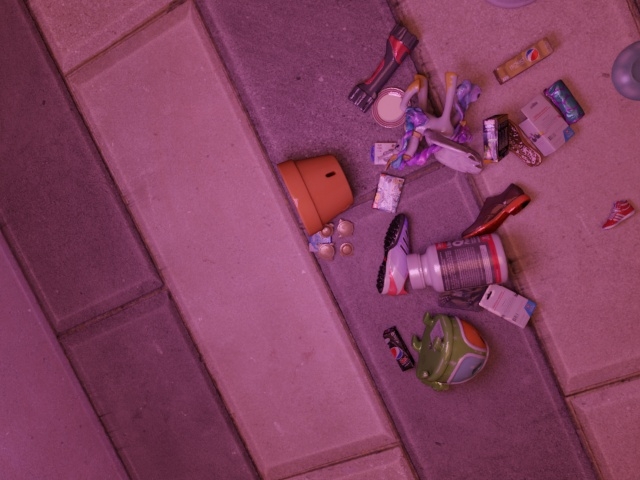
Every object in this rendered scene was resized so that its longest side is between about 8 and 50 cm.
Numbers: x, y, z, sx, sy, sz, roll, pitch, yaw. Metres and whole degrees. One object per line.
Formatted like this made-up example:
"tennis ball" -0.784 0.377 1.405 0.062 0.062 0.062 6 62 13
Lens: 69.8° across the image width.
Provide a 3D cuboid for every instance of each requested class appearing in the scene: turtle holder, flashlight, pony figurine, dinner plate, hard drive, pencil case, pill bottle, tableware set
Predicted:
"turtle holder" 0.474 0.435 1.691 0.228 0.243 0.320 12 94 -7
"flashlight" 0.214 -0.612 1.634 0.103 0.103 0.304 35 111 -17
"pony figurine" 0.406 -0.374 1.564 0.351 0.303 0.363 19 91 19
"dinner plate" 0.260 -0.486 1.684 0.141 0.017 0.141 2 100 13
"hard drive" 0.532 0.131 1.715 0.172 0.054 0.254 7 101 11
"pencil case" 0.818 -0.461 1.541 0.070 0.064 0.151 -37 90 0
"pill bottle" 0.471 0.086 1.600 0.319 0.176 0.176 -11 97 14
"tableware set" 0.061 -0.001 1.798 0.141 0.020 0.168 -1 100 0

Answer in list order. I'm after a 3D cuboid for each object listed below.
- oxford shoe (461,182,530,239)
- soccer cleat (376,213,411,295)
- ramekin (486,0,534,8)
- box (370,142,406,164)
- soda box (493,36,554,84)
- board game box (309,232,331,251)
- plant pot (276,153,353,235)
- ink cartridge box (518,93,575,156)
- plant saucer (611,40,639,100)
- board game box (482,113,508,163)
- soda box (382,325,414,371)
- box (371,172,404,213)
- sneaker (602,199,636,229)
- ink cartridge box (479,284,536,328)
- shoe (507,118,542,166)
"oxford shoe" 0.612 -0.095 1.653 0.271 0.097 0.098 -39 62 18
"soccer cleat" 0.299 0.056 1.740 0.117 0.108 0.318 9 101 -10
"ramekin" 0.635 -0.909 1.464 0.278 0.135 0.277 2 100 12
"box" 0.254 -0.323 1.709 0.136 0.028 0.081 2 101 10
"soda box" 0.682 -0.603 1.546 0.181 0.061 0.058 -30 92 16
"board game box" 0.000 0.000 1.826 0.090 0.020 0.090 1 100 12
"plant pot" -0.009 -0.184 1.680 0.204 0.291 0.290 -24 94 -2
"ink cartridge box" 0.752 -0.391 1.551 0.104 0.061 0.181 -40 90 -11
"plant saucer" 1.058 -0.554 1.486 0.195 0.037 0.194 2 101 12
"board game box" 0.583 -0.340 1.523 0.048 0.170 0.140 2 109 33
"soda box" 0.310 0.428 1.815 0.053 0.060 0.168 -29 93 16
"box" 0.255 -0.178 1.735 0.094 0.027 0.136 15 103 8
"sneaker" 1.011 -0.091 1.576 0.118 0.042 0.067 -36 95 8
"ink cartridge box" 0.680 0.234 1.688 0.180 0.060 0.104 28 91 6
"shoe" 0.686 -0.345 1.601 0.219 0.058 0.076 50 127 4
